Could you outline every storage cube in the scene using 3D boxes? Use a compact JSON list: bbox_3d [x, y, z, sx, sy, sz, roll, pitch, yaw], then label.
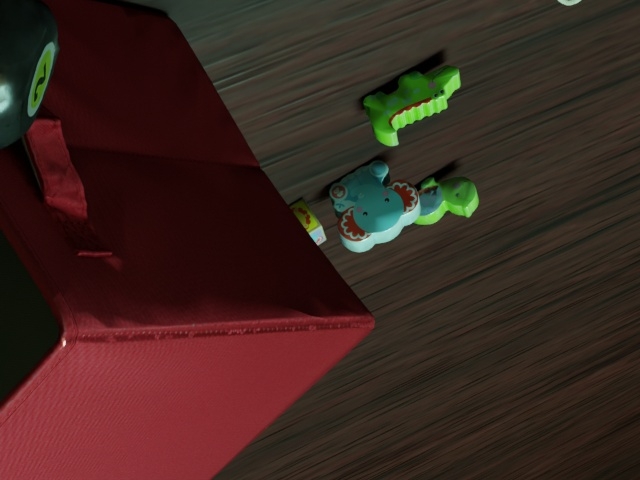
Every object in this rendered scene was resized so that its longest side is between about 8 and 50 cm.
[{"bbox_3d":[-0.134,0.023,0.668,0.215,0.183,0.193,-45,156,25],"label":"storage cube"}]

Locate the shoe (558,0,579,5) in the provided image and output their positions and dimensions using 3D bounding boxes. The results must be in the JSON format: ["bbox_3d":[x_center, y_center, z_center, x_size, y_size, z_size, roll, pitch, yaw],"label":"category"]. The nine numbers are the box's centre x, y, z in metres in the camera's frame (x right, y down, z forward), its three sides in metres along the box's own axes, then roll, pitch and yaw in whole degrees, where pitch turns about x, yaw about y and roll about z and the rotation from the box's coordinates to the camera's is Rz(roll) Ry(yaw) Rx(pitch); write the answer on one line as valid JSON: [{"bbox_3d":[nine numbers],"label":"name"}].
[{"bbox_3d":[0.096,-0.174,0.729,0.077,0.058,0.219,-33,157,-1],"label":"shoe"}]

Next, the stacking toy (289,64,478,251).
[{"bbox_3d":[0.000,0.000,0.967,0.221,0.052,0.167,-32,158,-4],"label":"stacking toy"}]

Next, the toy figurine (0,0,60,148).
[{"bbox_3d":[-0.206,-0.059,0.452,0.209,0.148,0.213,-39,157,13],"label":"toy figurine"}]
